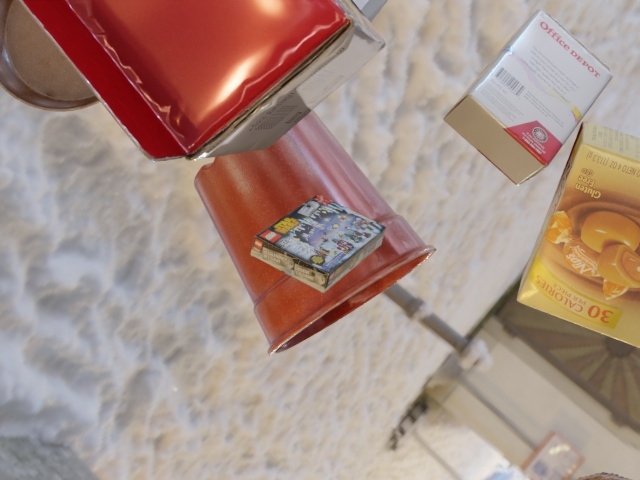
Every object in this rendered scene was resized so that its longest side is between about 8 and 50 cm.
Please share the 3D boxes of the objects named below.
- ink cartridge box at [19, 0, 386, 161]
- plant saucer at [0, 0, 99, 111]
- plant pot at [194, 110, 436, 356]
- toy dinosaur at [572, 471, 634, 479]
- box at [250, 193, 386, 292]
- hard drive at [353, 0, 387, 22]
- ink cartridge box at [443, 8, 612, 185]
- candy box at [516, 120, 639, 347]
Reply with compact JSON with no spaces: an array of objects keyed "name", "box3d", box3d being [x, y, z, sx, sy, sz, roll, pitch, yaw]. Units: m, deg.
[{"name":"ink cartridge box","box3d":[-0.112,-0.206,0.596,0.130,0.309,0.272,-39,-179,12]},{"name":"plant saucer","box3d":[-0.229,-0.197,0.896,0.168,0.168,0.029,-50,169,0]},{"name":"plant pot","box3d":[-0.026,-0.022,1.354,0.272,0.265,0.272,-32,171,-6]},{"name":"toy dinosaur","box3d":[0.214,0.293,0.882,0.295,0.127,0.200,-59,168,13]},{"name":"box","box3d":[0.000,0.000,1.064,0.137,0.094,0.027,-38,148,-53]},{"name":"hard drive","box3d":[-0.098,-0.357,1.390,0.233,0.353,0.047,-56,156,-36]},{"name":"ink cartridge box","box3d":[0.255,-0.175,1.187,0.175,0.127,0.072,-49,-178,-27]},{"name":"candy box","box3d":[0.375,0.025,0.956,0.087,0.316,0.183,-56,164,-62]}]
